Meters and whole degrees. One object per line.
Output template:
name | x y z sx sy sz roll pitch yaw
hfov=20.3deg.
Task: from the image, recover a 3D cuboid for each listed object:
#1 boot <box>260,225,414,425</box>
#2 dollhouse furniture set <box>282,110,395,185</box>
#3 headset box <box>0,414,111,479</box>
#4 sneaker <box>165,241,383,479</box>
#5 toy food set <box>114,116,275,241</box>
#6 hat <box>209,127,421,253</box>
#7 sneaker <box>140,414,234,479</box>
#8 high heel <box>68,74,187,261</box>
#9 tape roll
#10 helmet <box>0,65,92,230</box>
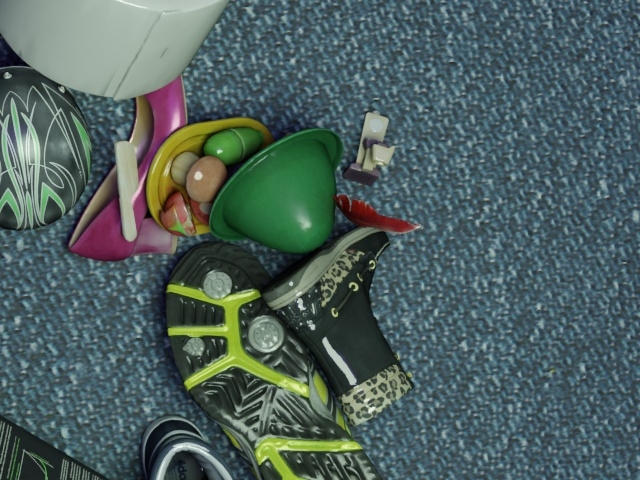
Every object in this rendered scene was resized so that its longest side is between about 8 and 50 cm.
boot | 0.041 0.086 1.925 0.085 0.236 0.178 -31 91 30
dollhouse furniture set | 0.023 -0.126 1.989 0.114 0.091 0.081 17 72 -9
headset box | -0.289 0.350 1.796 0.283 0.131 0.246 35 118 -22
sneaker | -0.058 0.182 1.947 0.145 0.147 0.385 -25 79 -8
toy food set | -0.112 -0.058 1.915 0.218 0.071 0.128 -13 116 -39
hat | 0.000 0.000 1.874 0.173 0.208 0.183 -38 69 0
sneaker | -0.122 0.331 1.920 0.099 0.153 0.282 -19 94 -11
high heel | -0.212 -0.099 1.934 0.117 0.082 0.244 0 104 -22
tape roll | -0.207 -0.293 1.837 0.246 0.169 0.246 12 58 -20
helmet | -0.316 -0.095 1.869 0.169 0.161 0.169 0 91 -12
